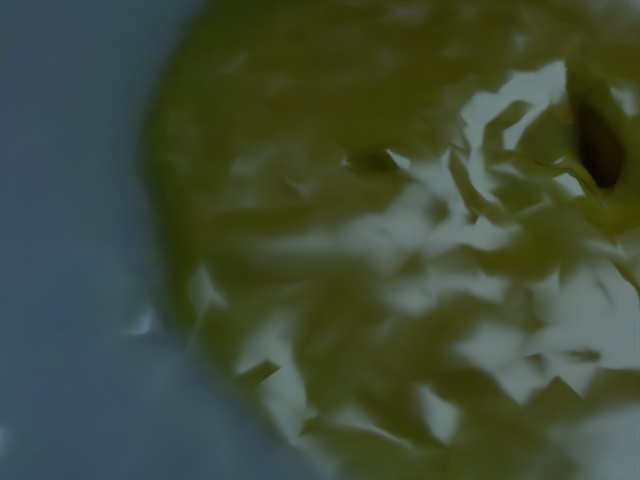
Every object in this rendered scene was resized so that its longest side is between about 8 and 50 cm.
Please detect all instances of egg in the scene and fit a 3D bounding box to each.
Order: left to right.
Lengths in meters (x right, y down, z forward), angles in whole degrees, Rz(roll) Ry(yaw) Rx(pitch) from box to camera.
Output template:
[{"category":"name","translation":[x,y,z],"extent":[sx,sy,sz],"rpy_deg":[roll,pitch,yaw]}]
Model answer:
[{"category":"egg","translation":[0.022,0.033,0.497],"extent":[0.337,0.201,0.337],"rpy_deg":[2,46,-2]}]
